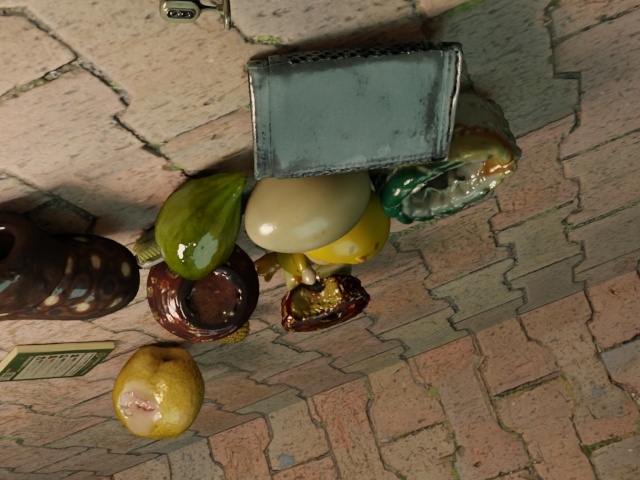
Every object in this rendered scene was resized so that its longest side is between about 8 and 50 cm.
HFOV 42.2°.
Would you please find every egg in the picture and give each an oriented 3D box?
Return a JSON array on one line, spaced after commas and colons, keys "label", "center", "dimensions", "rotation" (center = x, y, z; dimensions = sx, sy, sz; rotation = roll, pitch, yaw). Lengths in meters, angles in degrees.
[{"label": "egg", "center": [-0.025, -0.076, 1.536], "dimensions": [0.254, 0.188, 0.188], "rotation": [-33, 159, -7]}]

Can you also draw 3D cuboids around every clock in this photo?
[{"label": "clock", "center": [-0.011, 0.096, 2.138], "dimensions": [0.170, 0.069, 0.232], "rotation": [-17, 159, -7]}]

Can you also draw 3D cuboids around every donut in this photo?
[{"label": "donut", "center": [0.010, 0.153, 2.061], "dimensions": [0.230, 0.096, 0.216], "rotation": [-27, 161, 19]}]

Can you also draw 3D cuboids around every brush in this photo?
[{"label": "brush", "center": [-0.258, -0.031, 1.660], "dimensions": [0.297, 0.068, 0.060], "rotation": [-25, 136, 6]}]

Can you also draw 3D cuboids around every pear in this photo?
[{"label": "pear", "center": [-0.449, 0.420, 2.318], "dimensions": [0.271, 0.271, 0.271], "rotation": [-16, 158, -7]}]

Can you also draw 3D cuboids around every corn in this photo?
[{"label": "corn", "center": [-0.281, 0.215, 2.169], "dimensions": [0.091, 0.091, 0.260], "rotation": [-7, 164, 32]}]

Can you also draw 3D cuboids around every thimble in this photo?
[{"label": "thimble", "center": [0.231, -0.160, 1.595], "dimensions": [0.288, 0.167, 0.254], "rotation": [-22, 159, 10]}]

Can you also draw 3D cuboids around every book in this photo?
[{"label": "book", "center": [-0.696, 0.316, 2.151], "dimensions": [0.264, 0.027, 0.202], "rotation": [3, 148, -42]}]

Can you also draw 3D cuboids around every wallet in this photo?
[{"label": "wallet", "center": [0.053, -0.216, 1.361], "dimensions": [0.342, 0.075, 0.237], "rotation": [-7, 136, -7]}]

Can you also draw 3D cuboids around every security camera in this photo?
[{"label": "security camera", "center": [-0.165, -0.304, 1.092], "dimensions": [0.092, 0.058, 0.058], "rotation": [-5, 156, -11]}]

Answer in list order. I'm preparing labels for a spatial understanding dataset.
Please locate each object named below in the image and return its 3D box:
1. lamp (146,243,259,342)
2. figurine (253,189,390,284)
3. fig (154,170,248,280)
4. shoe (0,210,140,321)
[{"label": "lamp", "center": [-0.248, 0.099, 1.758], "dimensions": [0.247, 0.246, 0.247], "rotation": [-16, 158, -7]}, {"label": "figurine", "center": [0.000, 0.000, 1.780], "dimensions": [0.215, 0.187, 0.344], "rotation": [-13, 165, -40]}, {"label": "fig", "center": [-0.225, -0.040, 1.532], "dimensions": [0.167, 0.167, 0.233], "rotation": [-9, 133, -23]}, {"label": "shoe", "center": [-0.509, 0.045, 1.469], "dimensions": [0.384, 0.171, 0.237], "rotation": [-3, 158, -18]}]
